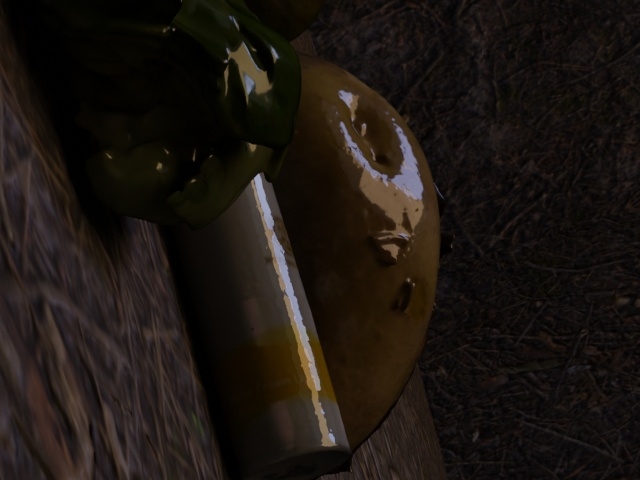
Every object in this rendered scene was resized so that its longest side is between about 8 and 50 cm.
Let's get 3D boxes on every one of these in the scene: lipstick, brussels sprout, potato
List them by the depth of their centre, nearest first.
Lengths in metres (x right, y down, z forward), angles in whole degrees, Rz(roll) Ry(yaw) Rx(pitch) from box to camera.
[{"bbox_3d":[-0.066,-0.076,0.799,0.139,0.100,0.181,54,16,6],"label":"brussels sprout"},{"bbox_3d":[-0.047,-0.007,0.949,0.059,0.059,0.264,62,10,-68],"label":"lipstick"},{"bbox_3d":[0.000,0.000,1.028,0.098,0.138,0.243,34,35,-76],"label":"potato"}]

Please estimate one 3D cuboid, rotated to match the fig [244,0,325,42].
[{"bbox_3d":[-0.069,-0.204,1.295,0.236,0.124,0.124,14,57,-71],"label":"fig"}]
